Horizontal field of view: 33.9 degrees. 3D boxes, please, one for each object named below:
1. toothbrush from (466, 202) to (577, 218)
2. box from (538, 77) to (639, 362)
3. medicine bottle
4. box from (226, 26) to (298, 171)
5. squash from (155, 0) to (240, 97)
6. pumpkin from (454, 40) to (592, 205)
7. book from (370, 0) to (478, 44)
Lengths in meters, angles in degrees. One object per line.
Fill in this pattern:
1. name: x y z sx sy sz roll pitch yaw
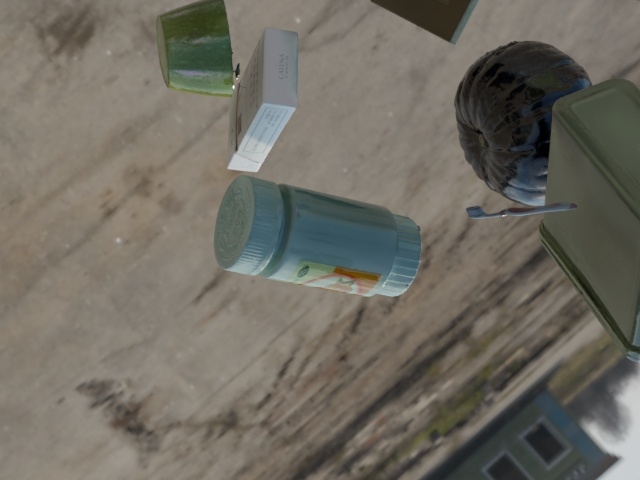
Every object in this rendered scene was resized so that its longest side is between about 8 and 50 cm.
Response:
1. toothbrush: 0.271 -0.042 1.428 0.013 0.019 0.193 -43 -156 -31
2. box: 0.524 -0.038 1.776 0.177 0.352 0.344 -21 140 -8
3. medicine bottle: 0.000 0.000 1.717 0.318 0.158 0.158 11 136 -26
4. box: -0.059 -0.138 1.055 0.040 0.084 0.154 5 159 -18
5. squash: -0.196 -0.310 1.701 0.122 0.170 0.170 -8 155 -13
6. pumpkin: 0.444 -0.253 2.257 0.266 0.363 0.363 -28 163 -10
7. book: 0.227 -0.532 2.087 0.021 0.310 0.217 17 106 -36
